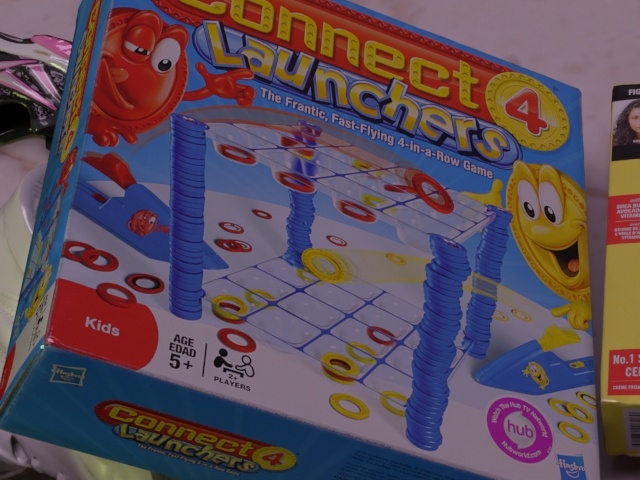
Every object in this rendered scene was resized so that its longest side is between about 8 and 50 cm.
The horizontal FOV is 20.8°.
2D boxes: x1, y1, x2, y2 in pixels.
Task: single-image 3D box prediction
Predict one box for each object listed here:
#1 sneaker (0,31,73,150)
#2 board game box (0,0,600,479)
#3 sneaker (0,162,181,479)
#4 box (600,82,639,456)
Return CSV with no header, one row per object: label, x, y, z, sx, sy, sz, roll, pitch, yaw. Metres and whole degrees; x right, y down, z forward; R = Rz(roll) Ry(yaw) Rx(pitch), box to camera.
sneaker,-0.240,-0.111,1.237,0.178,0.072,0.077,12,66,29
board game box,0.000,0.000,0.968,0.308,0.086,0.302,18,49,-17
sneaker,-0.125,0.119,1.004,0.108,0.169,0.293,-15,70,-49
box,0.204,0.011,0.990,0.087,0.058,0.232,0,52,14
